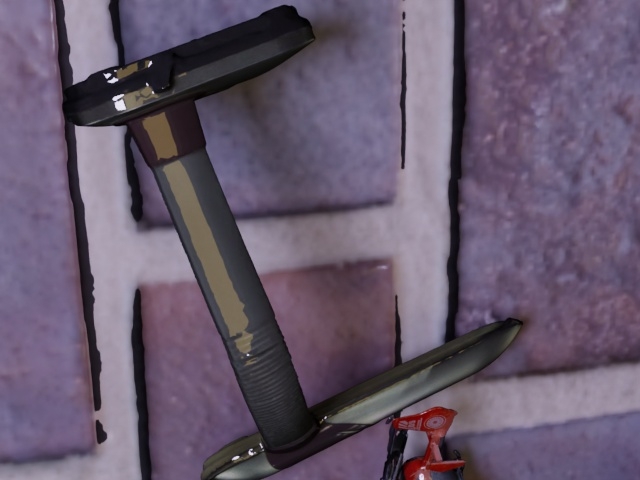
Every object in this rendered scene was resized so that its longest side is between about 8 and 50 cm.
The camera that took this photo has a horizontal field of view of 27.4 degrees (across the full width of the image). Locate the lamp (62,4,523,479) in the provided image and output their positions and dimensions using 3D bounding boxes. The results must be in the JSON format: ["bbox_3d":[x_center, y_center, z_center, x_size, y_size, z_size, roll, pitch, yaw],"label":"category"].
[{"bbox_3d":[0.003,0.004,0.680,0.203,0.124,0.283,-25,116,-14],"label":"lamp"}]

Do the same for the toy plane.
[{"bbox_3d":[0.059,0.140,0.766,0.060,0.037,0.145,-4,137,-11],"label":"toy plane"}]
